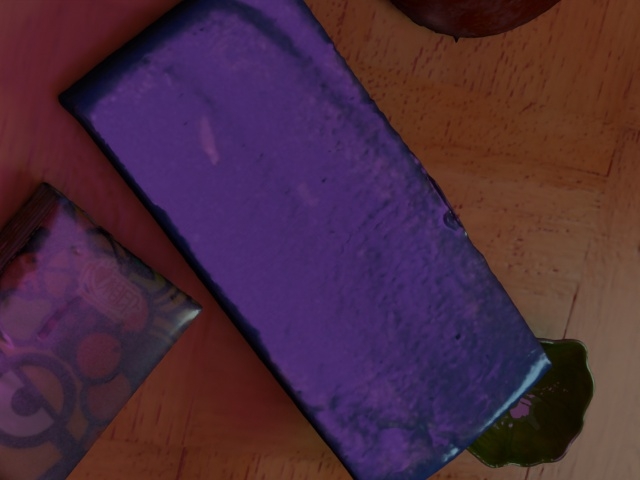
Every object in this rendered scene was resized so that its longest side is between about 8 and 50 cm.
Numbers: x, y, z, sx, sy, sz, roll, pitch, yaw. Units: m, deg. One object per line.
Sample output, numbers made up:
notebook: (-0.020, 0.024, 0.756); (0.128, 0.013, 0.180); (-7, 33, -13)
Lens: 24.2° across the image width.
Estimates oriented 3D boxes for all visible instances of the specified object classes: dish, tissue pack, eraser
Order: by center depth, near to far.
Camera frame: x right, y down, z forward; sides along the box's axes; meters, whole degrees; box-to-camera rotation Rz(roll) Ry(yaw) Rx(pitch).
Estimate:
tissue pack: (-0.154, 0.059, 0.823); (0.108, 0.060, 0.148); (42, 85, -28)
eraser: (0.000, 0.000, 0.864); (0.144, 0.042, 0.312); (-38, 107, -9)
dish: (0.107, 0.098, 0.963); (0.137, 0.039, 0.091); (4, 108, -21)

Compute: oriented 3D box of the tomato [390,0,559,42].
tomato: (0.108, -0.200, 0.854); (0.189, 0.099, 0.173); (37, 85, -28)
